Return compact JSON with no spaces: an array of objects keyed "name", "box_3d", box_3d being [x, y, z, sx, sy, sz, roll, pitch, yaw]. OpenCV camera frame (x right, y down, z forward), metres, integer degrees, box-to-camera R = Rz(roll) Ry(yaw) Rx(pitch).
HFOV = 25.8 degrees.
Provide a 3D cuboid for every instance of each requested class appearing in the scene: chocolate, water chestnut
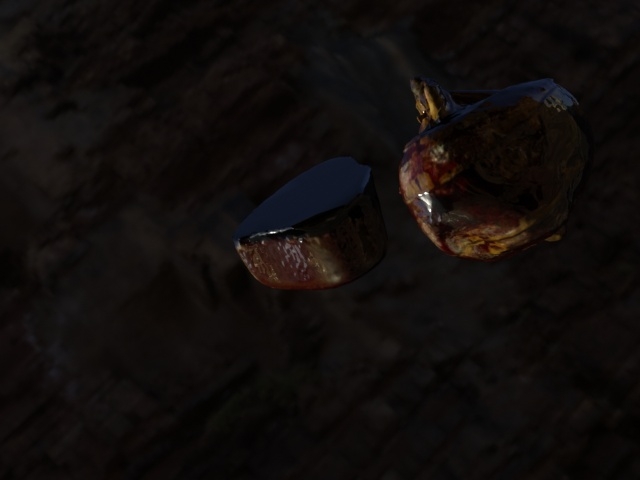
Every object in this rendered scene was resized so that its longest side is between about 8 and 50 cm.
[{"name":"chocolate","box_3d":[0.000,0.000,1.142,0.125,0.149,0.080,-32,-71,-7]},{"name":"water chestnut","box_3d":[0.182,-0.090,1.529,0.224,0.238,0.223,-29,0,0]}]
